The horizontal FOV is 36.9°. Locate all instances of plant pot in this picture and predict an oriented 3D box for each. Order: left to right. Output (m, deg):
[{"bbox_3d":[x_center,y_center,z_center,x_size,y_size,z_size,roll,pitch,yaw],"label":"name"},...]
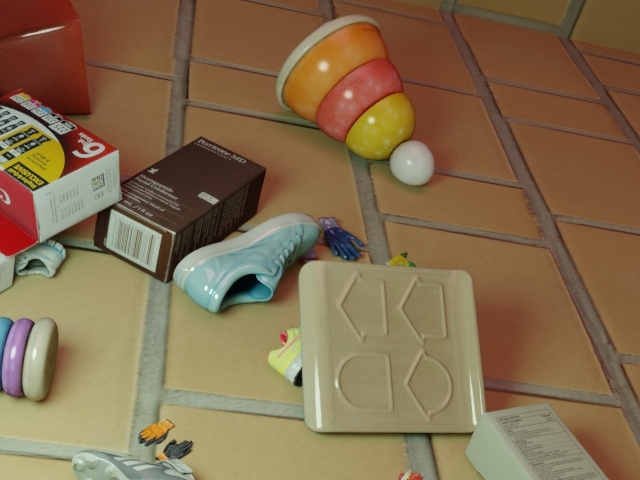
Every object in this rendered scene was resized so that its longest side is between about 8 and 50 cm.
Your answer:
[{"bbox_3d":[-0.729,-0.468,2.378,0.235,0.267,0.267,-14,43,-22],"label":"plant pot"}]

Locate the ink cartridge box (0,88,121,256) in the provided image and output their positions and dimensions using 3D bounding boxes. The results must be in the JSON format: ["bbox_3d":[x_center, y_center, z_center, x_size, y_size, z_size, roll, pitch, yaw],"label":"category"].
[{"bbox_3d":[-0.593,-0.138,1.868,0.309,0.130,0.272,31,46,27],"label":"ink cartridge box"}]

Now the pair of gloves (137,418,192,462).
[{"bbox_3d":[-0.262,0.338,1.614,0.083,0.010,0.074,37,38,26],"label":"pair of gloves"}]

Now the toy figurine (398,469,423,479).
[{"bbox_3d":[0.014,0.504,1.430,0.217,0.191,0.362,-2,32,29],"label":"toy figurine"}]

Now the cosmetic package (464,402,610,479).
[{"bbox_3d":[0.406,0.438,1.673,0.160,0.113,0.309,-3,37,-27],"label":"cosmetic package"}]

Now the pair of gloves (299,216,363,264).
[{"bbox_3d":[0.000,0.000,2.214,0.198,0.023,0.159,-2,40,-25],"label":"pair of gloves"}]

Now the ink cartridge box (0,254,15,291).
[{"bbox_3d":[-0.687,0.063,1.757,0.148,0.086,0.203,28,34,18],"label":"ink cartridge box"}]

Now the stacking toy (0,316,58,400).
[{"bbox_3d":[-0.613,0.179,1.591,0.330,0.141,0.141,8,34,-6],"label":"stacking toy"}]

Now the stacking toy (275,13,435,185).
[{"bbox_3d":[0.135,-0.335,2.578,0.350,0.351,0.480,-19,64,-42],"label":"stacking toy"}]

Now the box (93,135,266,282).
[{"bbox_3d":[-0.297,-0.077,2.091,0.191,0.143,0.381,26,33,14],"label":"box"}]

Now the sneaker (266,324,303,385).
[{"bbox_3d":[-0.029,0.188,1.864,0.094,0.082,0.208,23,40,21],"label":"sneaker"}]

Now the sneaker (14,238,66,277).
[{"bbox_3d":[-0.599,0.027,1.869,0.190,0.071,0.083,11,39,-8],"label":"sneaker"}]

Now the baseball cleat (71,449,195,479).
[{"bbox_3d":[-0.287,0.374,1.514,0.205,0.072,0.109,25,20,3],"label":"baseball cleat"}]

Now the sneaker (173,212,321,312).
[{"bbox_3d":[-0.120,0.062,1.990,0.365,0.135,0.150,-25,58,-34],"label":"sneaker"}]

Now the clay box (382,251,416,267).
[{"bbox_3d":[0.123,0.116,2.003,0.053,0.127,0.222,34,38,24],"label":"clay box"}]

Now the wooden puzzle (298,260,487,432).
[{"bbox_3d":[0.130,0.206,1.820,0.347,0.080,0.322,3,69,-15],"label":"wooden puzzle"}]
